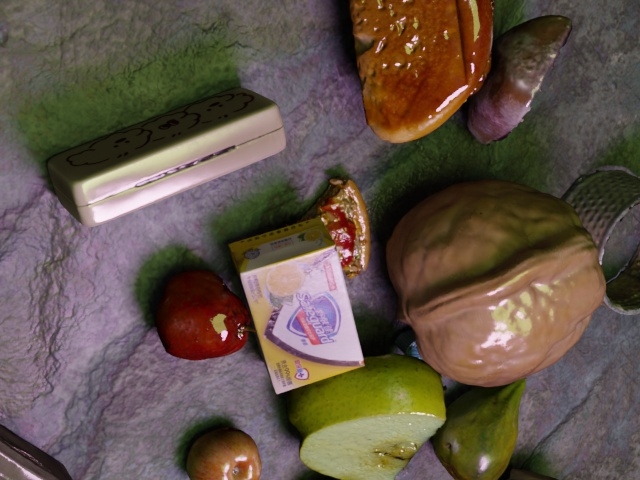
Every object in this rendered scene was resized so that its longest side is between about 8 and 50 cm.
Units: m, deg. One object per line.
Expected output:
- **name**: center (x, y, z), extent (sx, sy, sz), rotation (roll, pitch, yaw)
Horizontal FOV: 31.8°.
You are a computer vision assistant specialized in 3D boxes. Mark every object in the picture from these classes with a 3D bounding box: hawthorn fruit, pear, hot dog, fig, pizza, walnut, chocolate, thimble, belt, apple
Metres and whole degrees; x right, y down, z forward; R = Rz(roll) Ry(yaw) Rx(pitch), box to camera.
- **hawthorn fruit**: center (-0.176, 0.123, 1.777), extent (0.148, 0.172, 0.148), rotation (-30, 126, -52)
- **pear**: center (0.063, 0.302, 1.983), extent (0.292, 0.159, 0.292), rotation (-5, 143, -4)
- **hot dog**: center (0.159, -0.359, 1.739), extent (0.223, 0.185, 0.405), rotation (-4, 117, 14)
- **fig**: center (0.302, 0.361, 2.169), extent (0.167, 0.167, 0.233), rotation (21, 74, -35)
- **pizza**: center (0.000, 0.000, 1.901), extent (0.199, 0.062, 0.188), rotation (-24, 117, -19)
- **walnut**: center (0.300, 0.067, 1.950), extent (0.381, 0.381, 0.381), rotation (-11, 114, -27)
- **chocolate**: center (0.312, -0.270, 1.871), extent (0.100, 0.303, 0.185), rotation (23, 83, 0)
- **thimble**: center (0.589, 0.003, 2.201), extent (0.271, 0.150, 0.271), rotation (-12, 114, -27)
- **belt**: center (0.228, 0.187, 2.111), extent (0.179, 0.065, 0.100), rotation (4, 116, -33)
- **apple**: center (-0.164, 0.385, 1.924), extent (0.126, 0.102, 0.126), rotation (-11, 112, -28)

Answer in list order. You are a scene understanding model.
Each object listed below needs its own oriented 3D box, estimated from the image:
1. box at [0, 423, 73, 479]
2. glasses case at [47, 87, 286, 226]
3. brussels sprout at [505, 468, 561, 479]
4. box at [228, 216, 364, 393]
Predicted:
- **box**: center (-0.489, 0.375, 1.697), extent (0.155, 0.149, 0.231), rotation (-50, 125, -5)
- **glasses case**: center (-0.225, -0.129, 1.666), extent (0.336, 0.144, 0.076), rotation (-25, 120, -22)
- **brussels sprout**: center (0.421, 0.660, 2.283), extent (0.276, 0.315, 0.371), rotation (12, 97, -57)
- **box**: center (-0.038, 0.108, 1.857), extent (0.168, 0.097, 0.265), rotation (-16, 124, -6)
